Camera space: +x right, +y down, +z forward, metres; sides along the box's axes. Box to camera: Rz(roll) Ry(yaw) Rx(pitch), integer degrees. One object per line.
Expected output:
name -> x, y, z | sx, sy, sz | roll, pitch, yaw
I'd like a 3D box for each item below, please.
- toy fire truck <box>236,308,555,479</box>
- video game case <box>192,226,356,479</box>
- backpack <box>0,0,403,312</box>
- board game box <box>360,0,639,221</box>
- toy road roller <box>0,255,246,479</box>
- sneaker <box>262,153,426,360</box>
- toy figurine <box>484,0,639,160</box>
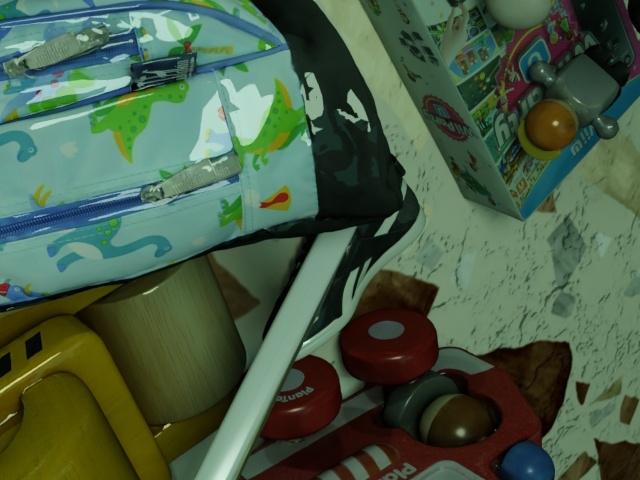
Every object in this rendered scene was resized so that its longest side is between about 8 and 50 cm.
toy fire truck -> 0.076, 0.203, 0.949 | 0.302, 0.254, 0.169 | -22, 119, -30
video game case -> -0.040, 0.108, 0.763 | 0.227, 0.026, 0.206 | -63, 177, -21
backpack -> -0.174, -0.079, 0.650 | 0.355, 0.290, 0.273 | -27, 125, -7
board game box -> 0.184, -0.206, 0.987 | 0.224, 0.097, 0.303 | -46, 129, -14
toy road roller -> -0.177, 0.139, 0.737 | 0.329, 0.240, 0.202 | -34, 125, -23
sneaker -> 0.000, 0.000, 0.939 | 0.217, 0.079, 0.121 | -48, 126, -24
toy figurine -> 0.259, -0.165, 0.859 | 0.148, 0.213, 0.210 | -44, 132, -32
